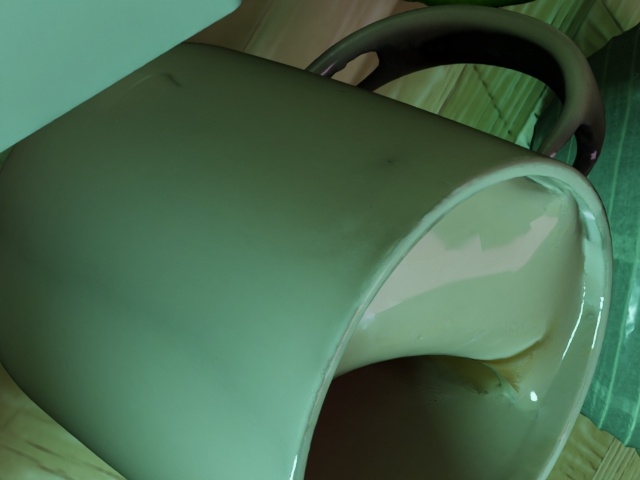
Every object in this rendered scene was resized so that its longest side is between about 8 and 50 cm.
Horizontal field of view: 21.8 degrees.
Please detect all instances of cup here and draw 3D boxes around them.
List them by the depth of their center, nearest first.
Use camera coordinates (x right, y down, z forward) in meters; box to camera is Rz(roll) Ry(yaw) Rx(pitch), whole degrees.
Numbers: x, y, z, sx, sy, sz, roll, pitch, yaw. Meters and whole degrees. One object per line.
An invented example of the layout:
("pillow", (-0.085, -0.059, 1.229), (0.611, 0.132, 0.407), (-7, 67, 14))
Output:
("cup", (0.000, 0.000, 0.683), (0.253, 0.200, 0.191), (-53, 143, -14))

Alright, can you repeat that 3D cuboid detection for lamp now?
("lamp", (0.224, 0.002, 0.936), (0.233, 0.233, 0.265), (61, 37, -49))

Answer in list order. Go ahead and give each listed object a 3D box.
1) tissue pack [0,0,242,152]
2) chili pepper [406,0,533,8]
("tissue pack", (-0.158, -0.096, 0.461), (0.246, 0.159, 0.136), (-38, 139, -33))
("chili pepper", (0.068, -0.157, 0.783), (0.257, 0.074, 0.100), (-11, 120, -48))
